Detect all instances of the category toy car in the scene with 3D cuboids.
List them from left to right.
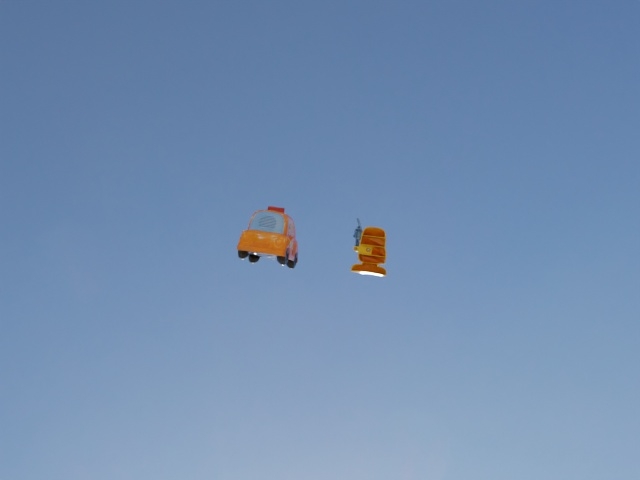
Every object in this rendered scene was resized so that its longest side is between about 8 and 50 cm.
[{"bbox_3d":[0.000,0.000,0.710,0.060,0.122,0.041,17,-101,-62],"label":"toy car"}]
